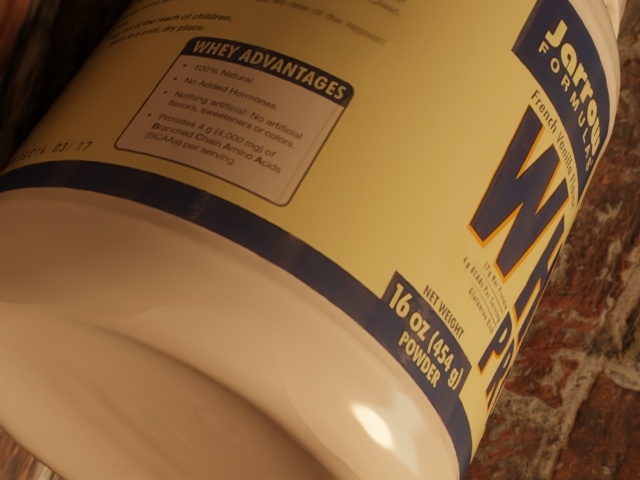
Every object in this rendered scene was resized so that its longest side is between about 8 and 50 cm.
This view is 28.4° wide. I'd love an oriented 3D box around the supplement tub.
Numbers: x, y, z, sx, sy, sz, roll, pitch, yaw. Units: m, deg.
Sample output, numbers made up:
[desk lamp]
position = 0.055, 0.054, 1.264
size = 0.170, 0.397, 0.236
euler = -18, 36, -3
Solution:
[supplement tub]
position = 0.001, -0.034, 0.594
size = 0.235, 0.235, 0.325
euler = 99, 17, -57
